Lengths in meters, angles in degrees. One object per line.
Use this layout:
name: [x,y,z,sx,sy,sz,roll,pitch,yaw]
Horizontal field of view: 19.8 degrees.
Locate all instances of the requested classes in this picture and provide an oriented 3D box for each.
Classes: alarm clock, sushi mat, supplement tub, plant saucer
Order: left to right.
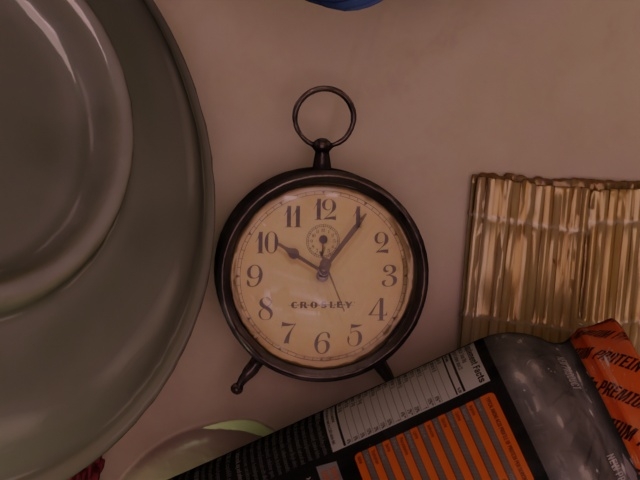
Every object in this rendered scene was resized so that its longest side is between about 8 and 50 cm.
plant saucer: [-0.210,-0.056,0.948,0.400,0.100,0.400,11,70,-32]
alarm clock: [0.000,0.000,1.137,0.129,0.064,0.192,2,99,-7]
supplement tub: [0.062,0.178,1.088,0.316,0.193,0.193,-24,99,3]
sushi mat: [0.159,0.115,1.192,0.151,0.019,0.316,4,96,-6]

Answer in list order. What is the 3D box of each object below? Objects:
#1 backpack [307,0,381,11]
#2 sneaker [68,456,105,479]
backpack: [0.041,-0.259,1.028,0.263,0.276,0.213,-45,113,4]
sneaker: [-0.187,0.111,1.112,0.112,0.121,0.299,10,89,7]
